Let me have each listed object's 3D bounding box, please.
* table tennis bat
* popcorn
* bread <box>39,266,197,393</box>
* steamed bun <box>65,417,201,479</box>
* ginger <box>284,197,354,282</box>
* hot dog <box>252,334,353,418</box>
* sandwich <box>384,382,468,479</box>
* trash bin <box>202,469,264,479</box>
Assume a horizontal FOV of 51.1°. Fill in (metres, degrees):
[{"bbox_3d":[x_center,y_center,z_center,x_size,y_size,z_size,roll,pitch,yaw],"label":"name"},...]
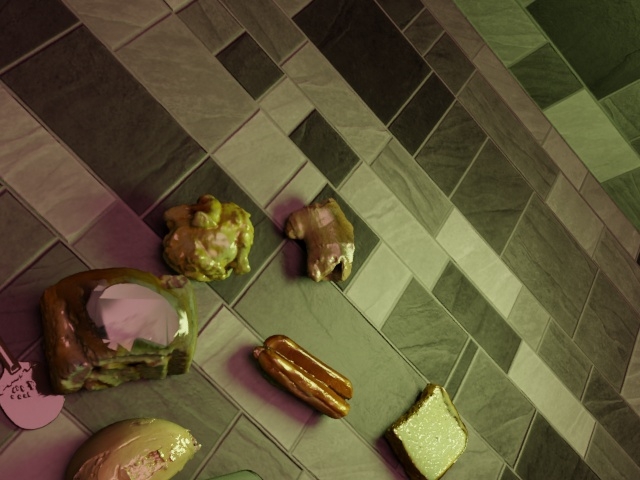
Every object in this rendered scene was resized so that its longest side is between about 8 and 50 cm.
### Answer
[{"bbox_3d":[-0.669,0.311,1.497,0.131,0.022,0.234,-34,96,-39],"label":"table tennis bat"},{"bbox_3d":[-0.291,0.001,1.778,0.256,0.195,0.254,-36,90,-20],"label":"popcorn"},{"bbox_3d":[-0.424,0.198,1.557,0.396,0.264,0.239,0,66,-36],"label":"bread"},{"bbox_3d":[-0.421,0.476,1.470,0.273,0.232,0.166,-29,87,-35],"label":"steamed bun"},{"bbox_3d":[0.000,0.000,2.028,0.222,0.130,0.275,16,64,-18],"label":"ginger"},{"bbox_3d":[-0.051,0.376,1.861,0.337,0.100,0.135,37,47,-20],"label":"hot dog"},{"bbox_3d":[0.330,0.597,2.051,0.251,0.087,0.226,-35,92,-36],"label":"sandwich"},{"bbox_3d":[-0.259,0.651,1.506,0.263,0.277,0.217,2,79,-43],"label":"trash bin"}]
